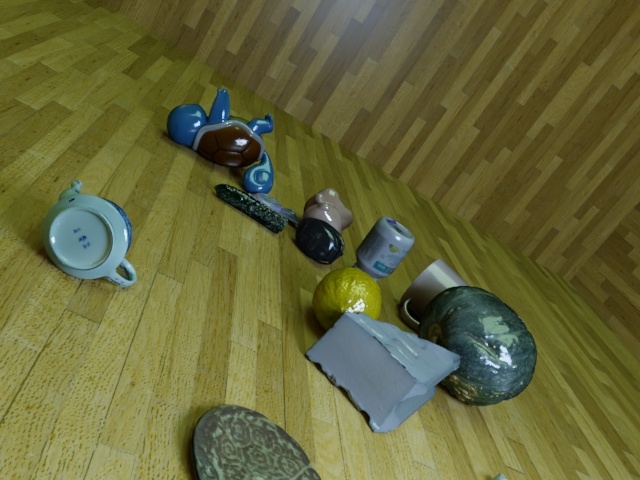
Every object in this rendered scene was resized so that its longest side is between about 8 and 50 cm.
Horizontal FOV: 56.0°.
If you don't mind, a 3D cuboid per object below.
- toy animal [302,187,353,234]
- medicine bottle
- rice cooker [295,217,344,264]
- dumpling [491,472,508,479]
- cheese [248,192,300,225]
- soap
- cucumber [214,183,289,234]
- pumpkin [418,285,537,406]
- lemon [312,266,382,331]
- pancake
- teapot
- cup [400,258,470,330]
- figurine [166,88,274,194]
[{"bbox_3d":[0.017,-0.078,2.006,0.171,0.171,0.198,32,23,-6],"label":"toy animal"},{"bbox_3d":[0.183,0.045,1.879,0.135,0.215,0.135,30,19,-12],"label":"medicine bottle"},{"bbox_3d":[0.000,0.000,1.850,0.165,0.112,0.106,42,15,19],"label":"rice cooker"},{"bbox_3d":[0.396,0.546,1.309,0.059,0.043,0.077,57,17,-2],"label":"dumpling"},{"bbox_3d":[-0.152,-0.107,1.961,0.191,0.042,0.105,25,23,-31],"label":"cheese"},{"bbox_3d":[0.152,0.273,1.397,0.258,0.159,0.302,40,19,22],"label":"soap"},{"bbox_3d":[-0.212,-0.105,1.830,0.245,0.067,0.067,32,19,-1],"label":"cucumber"},{"bbox_3d":[0.413,0.287,1.606,0.257,0.291,0.328,-2,44,-15],"label":"pumpkin"},{"bbox_3d":[0.069,0.155,1.504,0.180,0.181,0.193,29,-1,-15],"label":"lemon"},{"bbox_3d":[-0.100,0.359,0.960,0.250,0.031,0.250,31,20,-13],"label":"pancake"},{"bbox_3d":[-0.427,-0.011,1.153,0.232,0.159,0.159,60,18,-7],"label":"teapot"},{"bbox_3d":[0.369,0.206,1.892,0.253,0.191,0.200,-32,67,-37],"label":"cup"},{"bbox_3d":[-0.306,-0.335,2.040,0.416,0.243,0.298,36,-24,-4],"label":"figurine"}]
